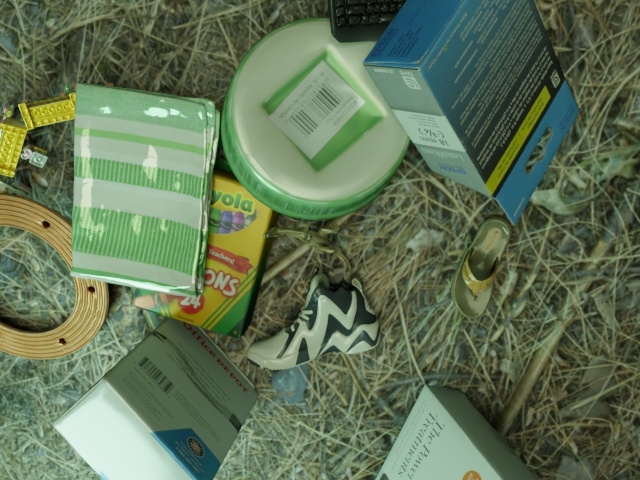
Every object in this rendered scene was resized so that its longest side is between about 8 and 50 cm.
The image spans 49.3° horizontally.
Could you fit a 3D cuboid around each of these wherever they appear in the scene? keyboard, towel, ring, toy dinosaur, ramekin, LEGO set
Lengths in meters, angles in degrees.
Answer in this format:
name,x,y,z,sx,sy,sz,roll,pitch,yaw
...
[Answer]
name,x,y,z,sx,sy,sz,roll,pitch,yaw
keyboard,0.144,-0.395,0.993,0.317,0.033,0.202,-14,102,-27
towel,-0.293,-0.079,1.136,0.247,0.038,0.325,9,103,9
ring,-0.541,0.068,1.261,0.336,0.032,0.337,4,116,8
toy dinosaur,0.000,0.000,1.150,0.183,0.092,0.053,22,74,-26
ramekin,-0.003,-0.183,1.052,0.303,0.148,0.304,0,91,-4
LEGO set,-0.483,-0.202,1.206,0.287,0.107,0.132,-43,128,10

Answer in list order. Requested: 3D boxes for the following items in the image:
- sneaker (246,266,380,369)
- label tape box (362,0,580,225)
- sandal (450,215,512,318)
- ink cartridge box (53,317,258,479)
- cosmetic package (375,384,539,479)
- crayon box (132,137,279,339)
name,x,y,z,sx,sy,sz,roll,pitch,yaw
sneaker,-0.024,0.126,1.195,0.234,0.094,0.153,-11,99,11
label tape box,0.230,-0.217,0.999,0.241,0.105,0.334,-56,132,-16
sandal,0.267,0.046,1.156,0.072,0.049,0.180,20,105,4
ink cartridge box,-0.253,0.277,1.152,0.129,0.307,0.223,-40,94,17
cosmetic package,0.190,0.476,1.141,0.097,0.284,0.377,15,107,-29
crayon box,-0.187,-0.012,1.194,0.202,0.081,0.319,16,104,5
